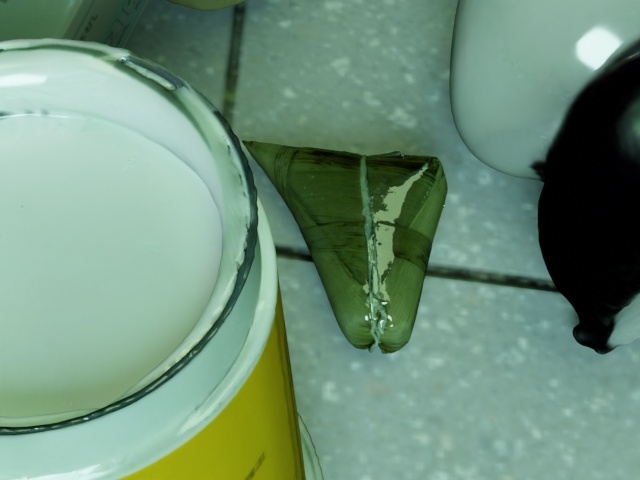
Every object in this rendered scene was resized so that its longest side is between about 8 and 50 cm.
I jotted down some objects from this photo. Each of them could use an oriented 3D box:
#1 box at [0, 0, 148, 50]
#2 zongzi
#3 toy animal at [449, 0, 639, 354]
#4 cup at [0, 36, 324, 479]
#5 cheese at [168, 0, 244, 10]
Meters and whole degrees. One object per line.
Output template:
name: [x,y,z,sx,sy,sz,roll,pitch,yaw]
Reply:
box: [-0.122,-0.130,0.601,0.079,0.135,0.269,29,92,0]
zongzi: [0.000,0.000,0.667,0.113,0.052,0.104,11,62,12]
toy animal: [0.168,-0.078,0.672,0.187,0.165,0.235,-14,60,-22]
cup: [-0.089,0.068,0.473,0.196,0.280,0.196,1,58,-2]
cheese: [-0.198,-0.299,0.736,0.383,0.104,0.384,1,80,-3]
